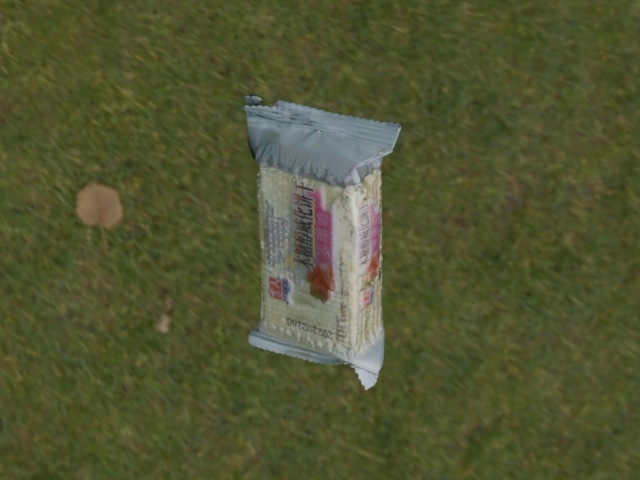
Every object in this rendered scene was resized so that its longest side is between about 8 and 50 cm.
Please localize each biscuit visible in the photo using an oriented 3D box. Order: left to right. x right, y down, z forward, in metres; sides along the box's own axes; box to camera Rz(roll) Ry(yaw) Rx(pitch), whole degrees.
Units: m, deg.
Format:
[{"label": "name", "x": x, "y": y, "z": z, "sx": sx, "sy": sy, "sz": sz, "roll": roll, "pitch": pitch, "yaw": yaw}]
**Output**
[{"label": "biscuit", "x": -0.004, "y": -0.002, "z": 1.619, "sx": 0.079, "sy": 0.186, "sz": 0.309, "roll": -36, "pitch": 135, "yaw": -49}]
